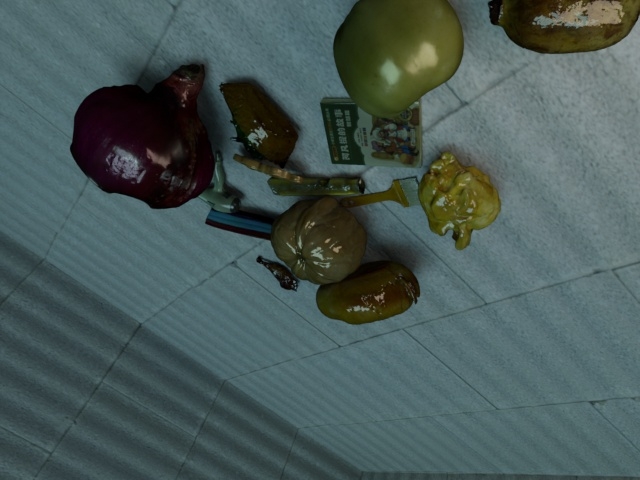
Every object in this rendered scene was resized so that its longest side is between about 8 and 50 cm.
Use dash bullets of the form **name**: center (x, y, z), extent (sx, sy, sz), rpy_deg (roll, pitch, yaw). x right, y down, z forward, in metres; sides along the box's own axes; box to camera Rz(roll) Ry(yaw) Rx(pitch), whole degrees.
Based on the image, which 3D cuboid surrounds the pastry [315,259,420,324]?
- **pastry**: center (0.153, 0.175, 1.479), extent (0.355, 0.356, 0.164), rpy_deg (-10, 99, 35)

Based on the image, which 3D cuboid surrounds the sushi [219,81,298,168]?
- **sushi**: center (-0.181, -0.314, 1.246), extent (0.287, 0.149, 0.140), rpy_deg (40, 142, -25)

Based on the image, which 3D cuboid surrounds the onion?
- **onion**: center (-0.451, -0.315, 1.258), extent (0.398, 0.398, 0.420), rpy_deg (40, 115, -17)

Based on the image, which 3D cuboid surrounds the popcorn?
- **popcorn**: center (0.369, -0.103, 1.173), extent (0.190, 0.191, 0.254), rpy_deg (-23, 130, 2)

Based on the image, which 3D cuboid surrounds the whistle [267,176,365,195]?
- **whistle**: center (-0.019, -0.168, 1.395), extent (0.326, 0.057, 0.068), rpy_deg (2, 136, 26)

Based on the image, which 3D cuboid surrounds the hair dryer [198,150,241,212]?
- **hair dryer**: center (-0.395, -0.201, 1.556), extent (0.218, 0.088, 0.225), rpy_deg (2, 123, 31)

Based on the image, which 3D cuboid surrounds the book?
- **book**: center (0.140, -0.288, 1.202), extent (0.263, 0.027, 0.202), rpy_deg (7, 138, 21)

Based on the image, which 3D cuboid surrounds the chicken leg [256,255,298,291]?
- **chicken leg**: center (-0.170, 0.139, 1.819), extent (0.089, 0.048, 0.219), rpy_deg (-24, 120, 39)

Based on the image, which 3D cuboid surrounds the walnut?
- **walnut**: center (0.000, 0.000, 1.406), extent (0.296, 0.285, 0.285), rpy_deg (23, 142, 20)

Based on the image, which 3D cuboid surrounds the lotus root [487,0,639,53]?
- **lotus root**: center (0.442, -0.423, 0.818), extent (0.260, 0.128, 0.145), rpy_deg (7, 124, 13)

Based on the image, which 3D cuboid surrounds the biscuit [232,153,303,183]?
- **biscuit**: center (-0.170, -0.221, 1.363), extent (0.236, 0.040, 0.144), rpy_deg (21, 180, 28)

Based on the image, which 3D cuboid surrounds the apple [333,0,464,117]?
- **apple**: center (0.152, -0.388, 0.917), extent (0.262, 0.262, 0.263), rpy_deg (15, 139, 13)

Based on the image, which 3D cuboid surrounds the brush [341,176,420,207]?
- **brush**: center (0.181, -0.131, 1.365), extent (0.272, 0.013, 0.103), rpy_deg (-7, 131, 34)

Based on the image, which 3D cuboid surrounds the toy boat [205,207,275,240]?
- **toy boat**: center (-0.246, -0.053, 1.605), extent (0.391, 0.136, 0.080), rpy_deg (15, 106, 17)
